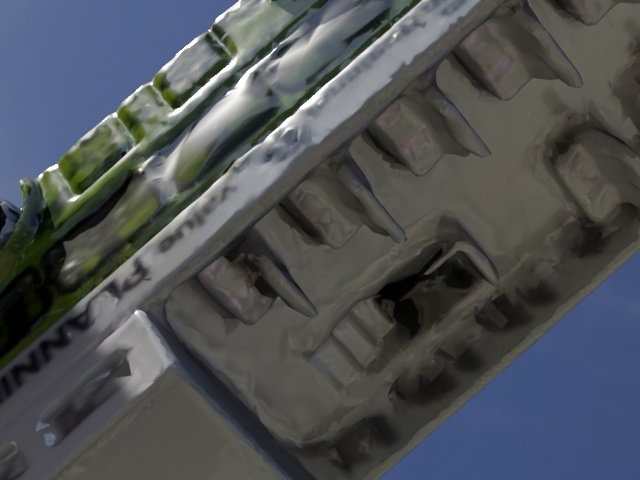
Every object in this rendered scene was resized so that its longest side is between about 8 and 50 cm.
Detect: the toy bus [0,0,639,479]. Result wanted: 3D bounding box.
[{"bbox_3d":[0.000,0.000,0.526,0.301,0.113,0.139,-42,-148,1],"label":"toy bus"}]
